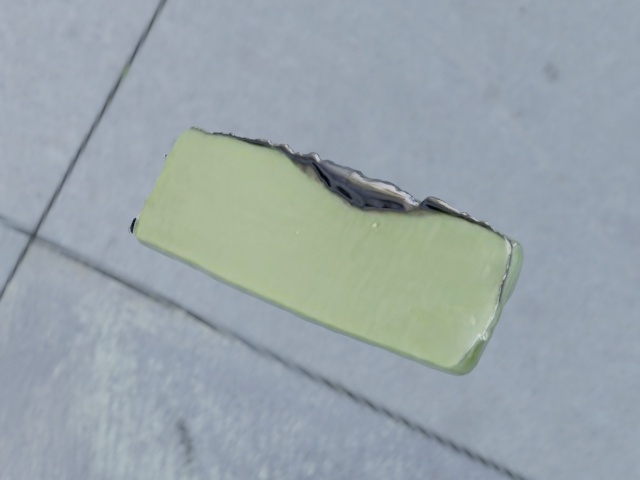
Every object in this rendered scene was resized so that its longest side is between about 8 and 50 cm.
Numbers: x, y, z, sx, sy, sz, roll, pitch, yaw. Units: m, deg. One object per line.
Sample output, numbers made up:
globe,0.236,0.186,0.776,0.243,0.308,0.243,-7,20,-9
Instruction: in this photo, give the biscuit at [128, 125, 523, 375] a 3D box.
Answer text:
biscuit,0.000,0.000,1.125,0.038,0.322,0.099,27,85,-45
